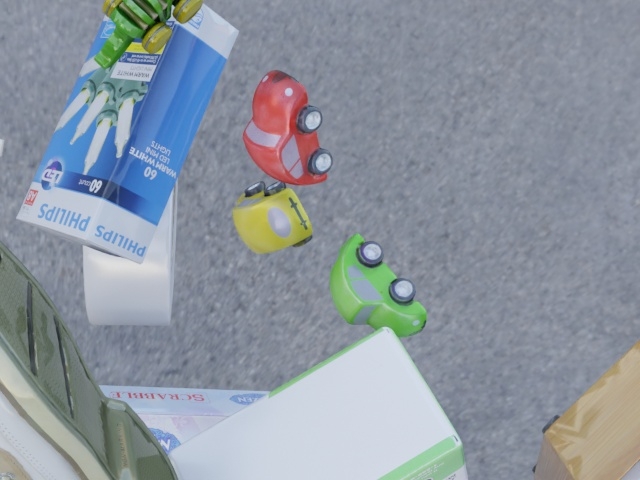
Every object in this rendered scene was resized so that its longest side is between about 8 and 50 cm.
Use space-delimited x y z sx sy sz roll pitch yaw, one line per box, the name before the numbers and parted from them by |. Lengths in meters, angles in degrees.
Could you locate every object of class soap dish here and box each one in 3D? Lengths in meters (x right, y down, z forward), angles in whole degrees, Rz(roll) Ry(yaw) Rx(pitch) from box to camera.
soap dish | 0.339 0.212 1.019 0.229 0.291 0.118 -42 65 -10

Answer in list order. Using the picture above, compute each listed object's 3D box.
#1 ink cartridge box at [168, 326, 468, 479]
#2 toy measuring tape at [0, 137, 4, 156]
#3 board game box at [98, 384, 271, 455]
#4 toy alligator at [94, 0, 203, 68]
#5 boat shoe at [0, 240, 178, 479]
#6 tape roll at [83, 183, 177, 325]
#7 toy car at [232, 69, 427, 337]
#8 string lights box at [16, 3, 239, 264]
ink cartridge box | 0.017 0.209 0.795 0.198 0.273 0.115 -30 62 -4
toy measuring tape | -0.691 -0.162 1.674 0.330 0.121 0.121 -3 64 -52
board game box | -0.134 0.331 1.116 0.319 0.066 0.318 6 107 -21
toy alligator | -0.123 -0.220 0.786 0.056 0.051 0.189 43 84 -1
boat shoe | -0.185 0.110 0.557 0.103 0.302 0.113 -24 36 1
tape roll | -0.231 -0.036 1.165 0.100 0.286 0.286 2 66 -7
toy car | 0.000 0.000 0.793 0.053 0.239 0.225 -34 74 -23
string lights box | -0.195 -0.117 0.949 0.077 0.133 0.259 31 77 -47
